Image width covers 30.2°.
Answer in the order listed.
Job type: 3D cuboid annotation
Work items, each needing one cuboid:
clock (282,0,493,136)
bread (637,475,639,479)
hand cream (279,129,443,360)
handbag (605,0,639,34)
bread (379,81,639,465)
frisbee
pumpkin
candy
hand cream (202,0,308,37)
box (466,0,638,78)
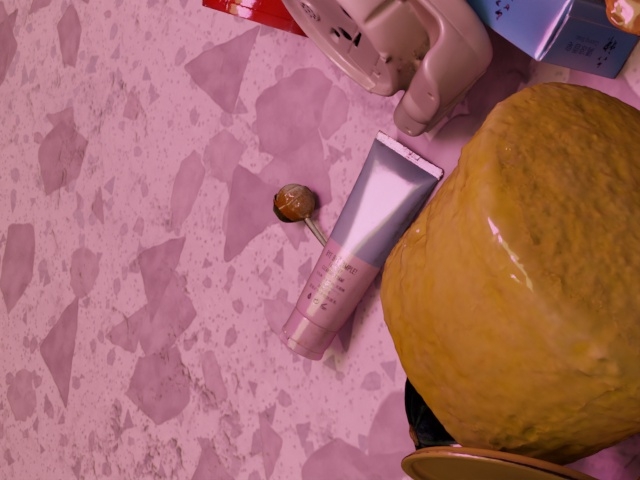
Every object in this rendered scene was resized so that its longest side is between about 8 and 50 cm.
[{"bbox_3d":[0.052,-0.280,1.412,0.108,0.265,0.324,-44,87,-7],"label":"clock"},{"bbox_3d":[0.413,0.282,1.112,0.268,0.145,0.268,-10,78,50],"label":"bread"},{"bbox_3d":[0.046,0.012,1.586,0.111,0.070,0.312,37,104,26],"label":"hand cream"},{"bbox_3d":[0.418,-0.395,1.129,0.283,0.133,0.401,4,93,25],"label":"handbag"},{"bbox_3d":[0.240,0.043,1.192,0.308,0.348,0.348,-45,55,46],"label":"bread"},{"bbox_3d":[0.197,0.247,1.189,0.236,0.236,0.017,-8,58,47],"label":"frisbee"},{"bbox_3d":[0.168,0.212,1.365,0.194,0.150,0.194,-172,90,-74],"label":"pumpkin"},{"bbox_3d":[0.000,0.000,1.659,0.061,0.061,0.202,-52,60,31],"label":"candy"},{"bbox_3d":[-0.060,-0.357,1.645,0.193,0.193,0.125,28,106,45],"label":"hand cream"},{"bbox_3d":[0.236,-0.279,1.351,0.232,0.142,0.083,48,120,38],"label":"box"}]
